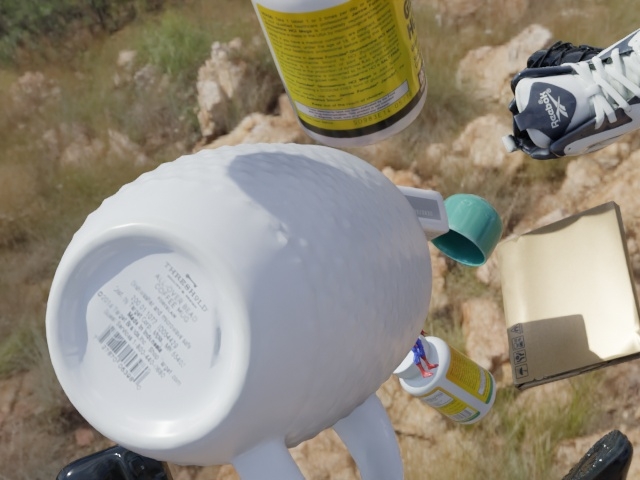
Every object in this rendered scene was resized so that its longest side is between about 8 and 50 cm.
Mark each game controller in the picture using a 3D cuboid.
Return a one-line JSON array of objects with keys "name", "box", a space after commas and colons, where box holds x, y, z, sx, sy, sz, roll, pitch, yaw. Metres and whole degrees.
[{"name": "game controller", "box": [-0.280, 0.458, 1.266, 0.167, 0.319, 0.067, -16, 16, 0]}]

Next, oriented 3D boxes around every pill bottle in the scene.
[{"name": "pill bottle", "box": [0.017, -0.289, 1.027, 0.188, 0.334, 0.188, -9, 51, 11]}, {"name": "pill bottle", "box": [0.221, 0.251, 1.551, 0.117, 0.208, 0.117, -37, 34, 31]}]

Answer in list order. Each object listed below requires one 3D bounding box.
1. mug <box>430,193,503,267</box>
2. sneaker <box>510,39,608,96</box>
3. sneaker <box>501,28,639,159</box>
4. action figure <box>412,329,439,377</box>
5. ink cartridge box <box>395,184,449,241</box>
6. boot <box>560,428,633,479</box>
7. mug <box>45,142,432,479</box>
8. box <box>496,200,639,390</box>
[{"name": "mug", "box": [0.276, -0.024, 1.583, 0.129, 0.158, 0.097, 34, 73, -1]}, {"name": "sneaker", "box": [0.319, -0.190, 1.023, 0.109, 0.130, 0.286, -39, 4, -17]}, {"name": "sneaker", "box": [0.259, -0.138, 0.774, 0.153, 0.094, 0.235, -19, -4, -29]}, {"name": "action figure", "box": [0.133, 0.142, 1.204, 0.030, 0.115, 0.038, -27, 10, 43]}, {"name": "ink cartridge box", "box": [0.000, 0.000, 0.920, 0.181, 0.225, 0.056, 5, 68, -39]}, {"name": "boot", "box": [0.528, 0.453, 1.424, 0.207, 0.246, 0.094, 35, 44, 13]}, {"name": "mug", "box": [-0.045, 0.093, 0.728, 0.276, 0.374, 0.328, -32, -6, 20]}, {"name": "box", "box": [0.297, 0.066, 1.003, 0.164, 0.021, 0.201, -24, 50, 33]}]
